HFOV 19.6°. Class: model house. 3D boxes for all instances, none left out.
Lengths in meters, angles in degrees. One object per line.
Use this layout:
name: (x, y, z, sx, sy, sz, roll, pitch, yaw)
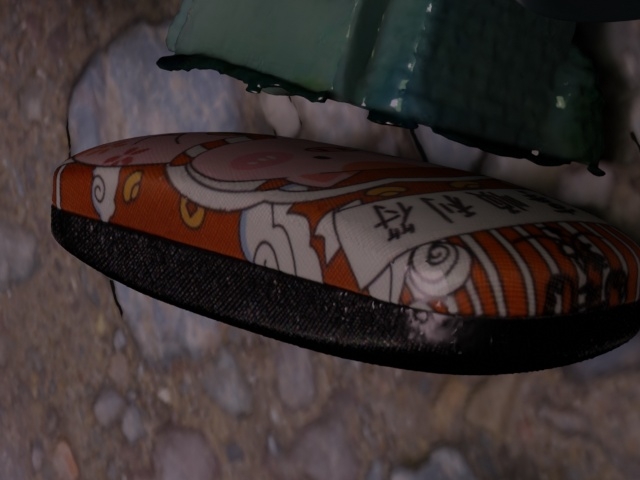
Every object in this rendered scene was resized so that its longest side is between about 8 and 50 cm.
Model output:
model house: (0.032, -0.112, 0.623, 0.148, 0.119, 0.148, 25, 104, 48)

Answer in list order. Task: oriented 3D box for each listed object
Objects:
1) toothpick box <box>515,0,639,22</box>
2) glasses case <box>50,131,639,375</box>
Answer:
toothpick box: (0.088, -0.165, 0.529, 0.120, 0.120, 0.184, -28, 71, 49)
glasses case: (0.000, 0.000, 0.673, 0.267, 0.103, 0.067, 13, 106, 48)
